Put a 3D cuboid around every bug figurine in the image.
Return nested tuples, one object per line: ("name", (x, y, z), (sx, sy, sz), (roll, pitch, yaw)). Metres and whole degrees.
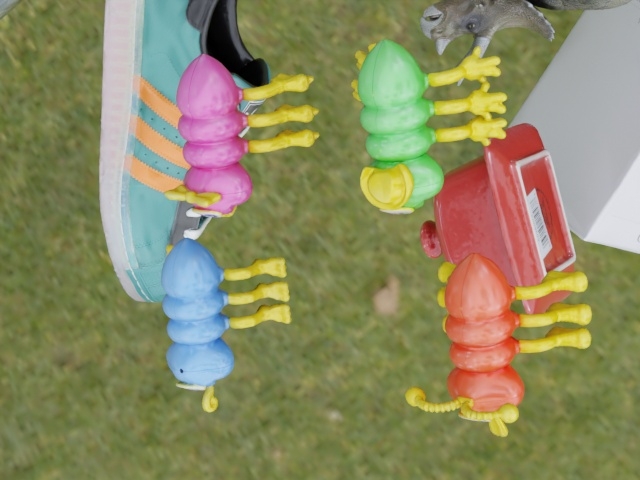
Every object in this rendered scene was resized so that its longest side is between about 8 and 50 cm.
("bug figurine", (0.000, 0.000, 0.958), (0.072, 0.279, 0.216), (-26, 112, -51))

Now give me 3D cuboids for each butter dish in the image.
("butter dish", (0.143, -0.011, 1.547), (0.118, 0.160, 0.160), (-13, 94, 23))

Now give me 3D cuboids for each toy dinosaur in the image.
("toy dinosaur", (0.226, -0.255, 1.501), (0.121, 0.314, 0.160), (-27, 99, -53))

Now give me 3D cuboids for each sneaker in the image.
("sneaker", (-0.102, -0.087, 1.398), (0.121, 0.108, 0.302), (6, 112, 10))

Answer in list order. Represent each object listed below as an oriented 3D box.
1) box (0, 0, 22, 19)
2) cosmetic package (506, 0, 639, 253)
("box", (-0.181, -0.209, 0.852), (0.294, 0.296, 0.182), (-41, 98, 0))
("cosmetic package", (0.362, -0.177, 1.705), (0.217, 0.156, 0.385), (9, 117, -48))
